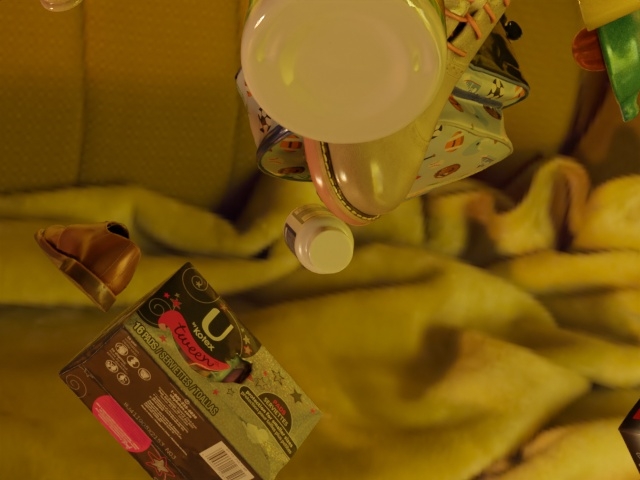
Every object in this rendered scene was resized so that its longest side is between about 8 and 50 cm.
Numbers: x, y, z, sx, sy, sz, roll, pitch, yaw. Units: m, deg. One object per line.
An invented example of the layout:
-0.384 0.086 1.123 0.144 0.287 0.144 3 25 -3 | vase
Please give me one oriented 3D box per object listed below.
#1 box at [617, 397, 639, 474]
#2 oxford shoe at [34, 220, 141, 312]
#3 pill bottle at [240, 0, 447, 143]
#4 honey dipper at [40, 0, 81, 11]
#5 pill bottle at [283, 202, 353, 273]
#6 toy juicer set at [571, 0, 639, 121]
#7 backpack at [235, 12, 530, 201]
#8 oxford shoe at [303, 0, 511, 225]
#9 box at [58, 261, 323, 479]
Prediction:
0.268 0.185 0.785 0.114 0.207 0.036 5 42 49 | box
-0.222 0.012 1.279 0.076 0.076 0.212 48 -12 -27 | oxford shoe
0.018 -0.194 0.934 0.136 0.136 0.245 10 42 -7 | pill bottle
-0.173 -0.197 0.746 0.030 0.160 0.030 -6 54 8 | honey dipper
0.000 0.000 1.468 0.067 0.067 0.120 7 10 -13 | pill bottle
0.317 -0.247 1.442 0.090 0.329 0.209 -14 58 17 | toy juicer set
0.056 -0.145 1.342 0.263 0.213 0.276 -19 -21 33 | backpack
0.090 -0.204 1.074 0.147 0.397 0.140 3 -13 42 | oxford shoe
-0.148 0.178 1.525 0.247 0.163 0.142 48 43 -7 | box
